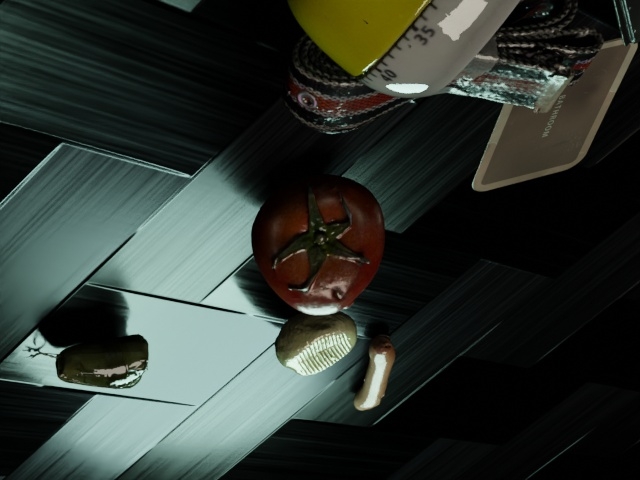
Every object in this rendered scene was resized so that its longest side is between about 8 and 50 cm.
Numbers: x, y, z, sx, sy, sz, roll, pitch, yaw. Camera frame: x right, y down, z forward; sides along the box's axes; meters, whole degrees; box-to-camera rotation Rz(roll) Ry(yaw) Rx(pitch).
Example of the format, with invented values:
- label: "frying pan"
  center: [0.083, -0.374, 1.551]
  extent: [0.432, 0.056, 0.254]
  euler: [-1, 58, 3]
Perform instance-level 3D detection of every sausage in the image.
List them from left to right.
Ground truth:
- label: "sausage"
  center: [0.081, 0.198, 2.528]
  extent: [0.043, 0.043, 0.186]
  euler: [-16, 150, -19]

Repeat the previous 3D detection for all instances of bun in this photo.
- label: "bun"
  center: [-0.009, 0.128, 2.309]
  extent: [0.115, 0.069, 0.115]
  euler: [-22, 151, -13]

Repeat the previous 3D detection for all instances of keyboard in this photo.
- label: "keyboard"
  center: [0.374, -0.302, 1.971]
  extent: [0.093, 0.025, 0.230]
  euler: [-27, 151, 4]

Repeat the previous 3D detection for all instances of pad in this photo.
- label: "pad"
  center: [0.293, -0.156, 2.165]
  extent: [0.176, 0.002, 0.266]
  euler: [-15, 149, -21]

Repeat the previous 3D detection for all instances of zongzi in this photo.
- label: "zongzi"
  center: [-0.296, 0.170, 2.165]
  extent: [0.154, 0.062, 0.130]
  euler: [-8, 158, -20]

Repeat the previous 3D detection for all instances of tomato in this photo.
- label: "tomato"
  center: [0.000, 0.000, 2.035]
  extent: [0.167, 0.167, 0.167]
  euler: [-20, 151, -12]

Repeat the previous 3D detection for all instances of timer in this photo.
- label: "timer"
  center: [0.056, -0.291, 1.551]
  extent: [0.285, 0.285, 0.285]
  euler: [-20, 151, -12]

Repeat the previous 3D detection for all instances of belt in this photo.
- label: "belt"
  center: [0.130, -0.195, 1.860]
  extent: [0.359, 0.126, 0.094]
  euler: [-9, 156, -19]
